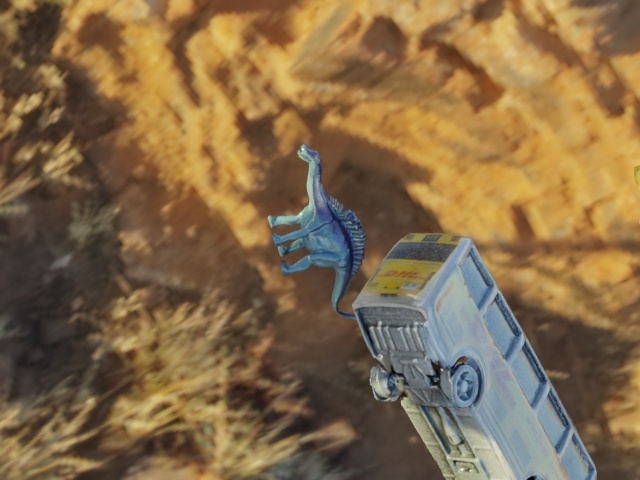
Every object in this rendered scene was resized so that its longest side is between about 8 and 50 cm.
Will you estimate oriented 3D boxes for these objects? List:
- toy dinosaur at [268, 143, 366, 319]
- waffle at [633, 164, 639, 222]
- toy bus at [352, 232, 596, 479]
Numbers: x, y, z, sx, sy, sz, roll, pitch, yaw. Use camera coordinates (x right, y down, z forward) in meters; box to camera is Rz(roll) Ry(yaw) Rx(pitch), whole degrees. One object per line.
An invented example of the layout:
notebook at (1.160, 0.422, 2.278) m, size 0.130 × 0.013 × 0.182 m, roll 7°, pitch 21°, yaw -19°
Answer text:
toy dinosaur at (0.000, 0.000, 1.617) m, size 0.080 × 0.045 × 0.197 m, roll -17°, pitch 124°, yaw 1°
waffle at (0.221, 0.018, 0.683) m, size 0.168 × 0.274 × 0.057 m, roll -9°, pitch 71°, yaw 16°
toy bus at (0.147, 0.153, 1.705) m, size 0.138 × 0.097 × 0.342 m, roll -56°, pitch 129°, yaw -34°
